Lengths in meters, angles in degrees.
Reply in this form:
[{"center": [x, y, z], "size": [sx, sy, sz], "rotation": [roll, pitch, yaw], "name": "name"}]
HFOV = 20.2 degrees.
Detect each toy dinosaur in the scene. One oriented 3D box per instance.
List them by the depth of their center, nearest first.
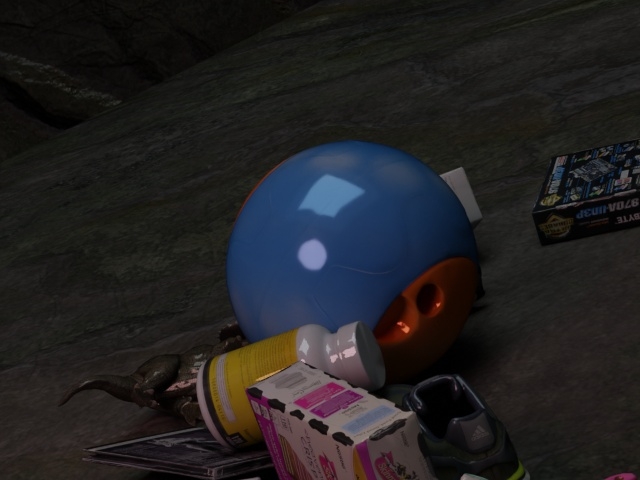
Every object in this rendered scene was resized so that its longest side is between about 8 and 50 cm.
[{"center": [-0.153, 0.168, 2.156], "size": [0.313, 0.121, 0.160], "rotation": [-25, 6, -5], "name": "toy dinosaur"}]

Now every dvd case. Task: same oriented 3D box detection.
[{"center": [-0.128, 0.231, 1.960], "size": [0.164, 0.018, 0.221], "rotation": [-7, 6, -45], "name": "dvd case"}]

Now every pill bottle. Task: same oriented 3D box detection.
[{"center": [-0.030, 0.148, 1.890], "size": [0.184, 0.103, 0.103], "rotation": [-20, 16, 19], "name": "pill bottle"}]

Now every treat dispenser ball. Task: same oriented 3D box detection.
[{"center": [0.036, 0.031, 2.041], "size": [0.288, 0.288, 0.288], "rotation": [-16, 17, 5], "name": "treat dispenser ball"}]

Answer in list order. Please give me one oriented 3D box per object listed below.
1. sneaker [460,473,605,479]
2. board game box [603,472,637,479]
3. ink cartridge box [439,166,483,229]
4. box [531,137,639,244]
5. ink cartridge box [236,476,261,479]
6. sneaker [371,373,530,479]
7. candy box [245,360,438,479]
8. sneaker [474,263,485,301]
[{"center": [0.161, 0.240, 1.575], "size": [0.212, 0.080, 0.094], "rotation": [-21, 62, -9], "name": "sneaker"}, {"center": [0.398, 0.241, 1.212], "size": [0.390, 0.050, 0.390], "rotation": [-7, 19, 5], "name": "board game box"}, {"center": [0.105, -0.017, 2.381], "size": [0.191, 0.082, 0.139], "rotation": [-20, -10, -9], "name": "ink cartridge box"}, {"center": [0.384, -0.072, 2.403], "size": [0.175, 0.051, 0.220], "rotation": [-12, 18, 18], "name": "box"}, {"center": [-0.174, 0.331, 1.709], "size": [0.186, 0.065, 0.311], "rotation": [-9, 17, 17], "name": "ink cartridge box"}, {"center": [0.120, 0.182, 1.776], "size": [0.111, 0.121, 0.300], "rotation": [-23, 18, -17], "name": "sneaker"}, {"center": [0.028, 0.218, 1.697], "size": [0.071, 0.159, 0.233], "rotation": [-27, 19, -22], "name": "candy box"}, {"center": [0.163, 0.045, 2.254], "size": [0.075, 0.063, 0.170], "rotation": [-15, 19, -5], "name": "sneaker"}]
